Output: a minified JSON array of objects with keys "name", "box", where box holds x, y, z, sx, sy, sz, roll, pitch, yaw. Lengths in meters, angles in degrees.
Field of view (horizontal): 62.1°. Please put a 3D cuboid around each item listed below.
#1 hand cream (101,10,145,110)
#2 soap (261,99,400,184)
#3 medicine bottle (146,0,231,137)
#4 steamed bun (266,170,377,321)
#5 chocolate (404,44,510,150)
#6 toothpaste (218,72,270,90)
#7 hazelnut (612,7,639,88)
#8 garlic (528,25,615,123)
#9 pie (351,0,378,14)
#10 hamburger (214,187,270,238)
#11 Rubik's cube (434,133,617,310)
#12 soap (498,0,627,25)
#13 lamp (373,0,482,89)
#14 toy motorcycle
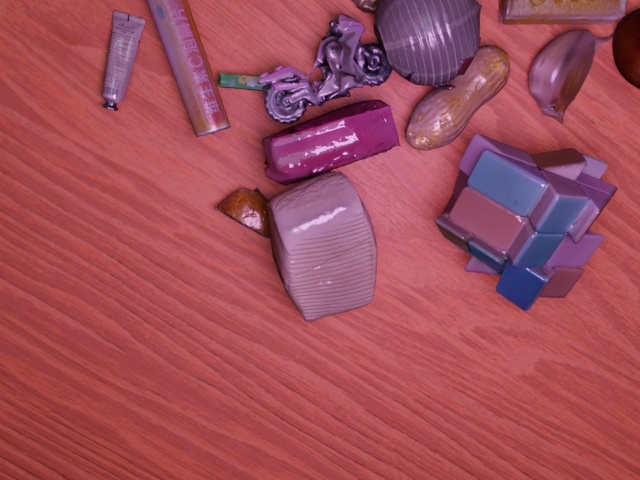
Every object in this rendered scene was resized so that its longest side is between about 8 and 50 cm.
[{"name":"hand cream","box":[-0.496,-0.439,1.311,0.080,0.050,0.233,16,98,-3]},{"name":"soap","box":[0.021,-0.229,1.270,0.325,0.220,0.127,-19,93,5]},{"name":"medicine bottle","box":[-0.326,-0.465,1.274,0.108,0.108,0.425,-18,104,4]},{"name":"steamed bun","box":[0.000,0.000,1.295,0.247,0.236,0.383,-19,136,-5]},{"name":"chocolate","box":[0.330,-0.337,1.285,0.134,0.134,0.309,43,96,-9]},{"name":"toothpaste","box":[-0.161,-0.390,1.317,0.179,0.043,0.037,5,100,0]},{"name":"hazelnut","box":[0.782,-0.455,1.232,0.208,0.208,0.208,0,103,0]},{"name":"garlic","box":[0.600,-0.437,1.279,0.128,0.149,0.266,43,107,28]},{"name":"pie","box":[0.137,-0.634,1.257,0.195,0.046,0.195,0,102,-1]},{"name":"hamburger","box":[-0.176,-0.080,1.366,0.176,0.087,0.102,29,103,-4]},{"name":"Rubik's cube","box":[0.458,-0.060,1.239,0.388,0.368,0.358,18,120,-4]},{"name":"soap","box":[0.564,-0.599,1.241,0.275,0.089,0.173,0,103,2]},{"name":"lamp","box":[0.242,-0.472,1.180,0.233,0.233,0.265,-17,73,4]},{"name":"toy motorcycle","box":[0.003,-0.411,1.255,0.327,0.143,0.187,-25,99,-5]}]
